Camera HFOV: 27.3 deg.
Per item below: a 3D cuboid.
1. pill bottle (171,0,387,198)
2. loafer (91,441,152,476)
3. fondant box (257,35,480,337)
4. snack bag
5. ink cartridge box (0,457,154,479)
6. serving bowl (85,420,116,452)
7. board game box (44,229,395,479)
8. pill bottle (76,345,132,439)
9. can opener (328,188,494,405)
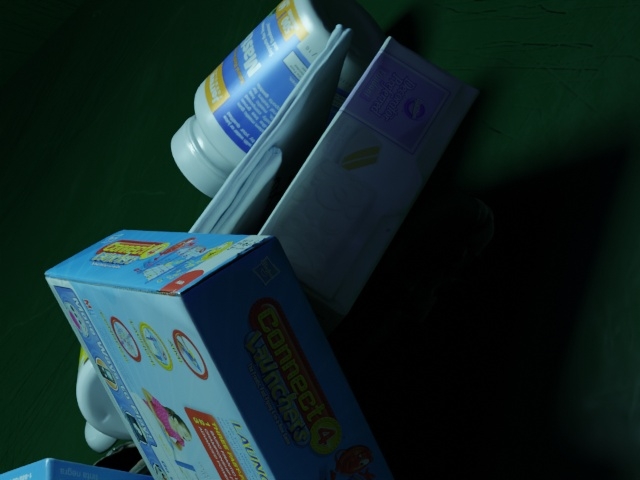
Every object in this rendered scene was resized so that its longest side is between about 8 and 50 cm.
[{"bbox_3d":[-0.054,-0.170,1.579,0.272,0.152,0.152,-41,29,27],"label":"pill bottle"},{"bbox_3d":[-0.207,0.249,1.426,0.267,0.084,0.096,-26,38,46],"label":"loafer"},{"bbox_3d":[0.000,0.000,1.179,0.238,0.096,0.330,-58,2,-25],"label":"fondant box"},{"bbox_3d":[-0.068,-0.013,1.356,0.342,0.037,0.323,-57,-9,-30],"label":"snack bag"},{"bbox_3d":[-0.263,0.374,1.182,0.223,0.129,0.307,-22,60,37],"label":"ink cartridge box"},{"bbox_3d":[-0.266,0.219,1.631,0.083,0.027,0.083,-41,30,30],"label":"serving bowl"},{"bbox_3d":[-0.073,0.144,1.066,0.086,0.308,0.302,-32,17,-25],"label":"board game box"},{"bbox_3d":[-0.219,0.134,1.529,0.117,0.117,0.215,-51,18,10],"label":"pill bottle"},{"bbox_3d":[0.055,0.063,1.197,0.280,0.093,0.074,-52,26,18],"label":"can opener"}]
